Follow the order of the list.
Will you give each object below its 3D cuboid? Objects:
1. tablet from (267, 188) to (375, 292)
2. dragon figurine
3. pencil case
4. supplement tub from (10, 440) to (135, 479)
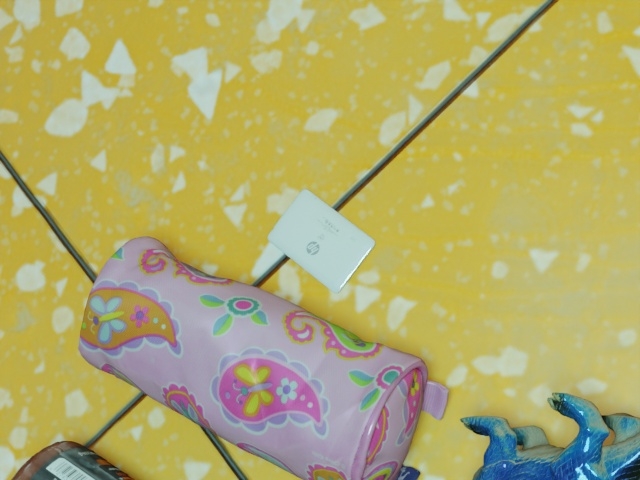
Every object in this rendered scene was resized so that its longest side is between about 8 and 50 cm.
[{"bbox_3d":[0.000,0.000,1.070,0.083,0.006,0.054,38,92,27],"label":"tablet"},{"bbox_3d":[0.168,0.185,0.877,0.289,0.085,0.144,-19,61,38],"label":"dragon figurine"},{"bbox_3d":[-0.049,0.097,1.005,0.284,0.124,0.124,22,84,25],"label":"pencil case"},{"bbox_3d":[-0.151,0.245,1.008,0.198,0.106,0.106,28,87,25],"label":"supplement tub"}]
